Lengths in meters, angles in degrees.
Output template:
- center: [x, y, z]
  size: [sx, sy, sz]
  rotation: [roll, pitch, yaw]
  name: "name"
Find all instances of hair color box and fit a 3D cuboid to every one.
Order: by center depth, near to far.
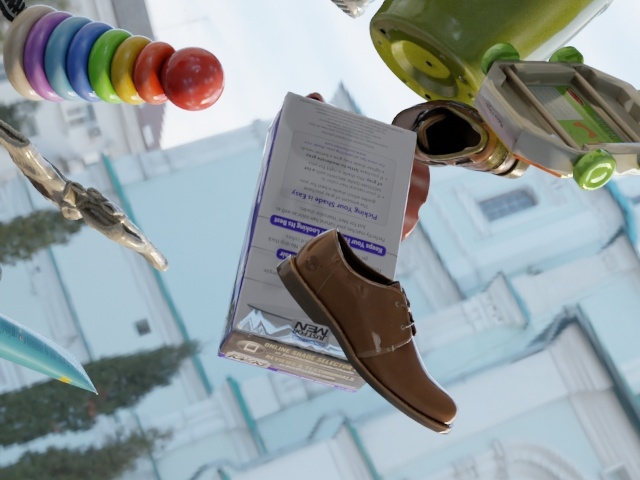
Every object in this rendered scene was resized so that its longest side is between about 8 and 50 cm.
- center: [0.000, 0.000, 1.338]
  size: [0.110, 0.185, 0.339]
  rotation: [124, -20, -59]
  name: "hair color box"

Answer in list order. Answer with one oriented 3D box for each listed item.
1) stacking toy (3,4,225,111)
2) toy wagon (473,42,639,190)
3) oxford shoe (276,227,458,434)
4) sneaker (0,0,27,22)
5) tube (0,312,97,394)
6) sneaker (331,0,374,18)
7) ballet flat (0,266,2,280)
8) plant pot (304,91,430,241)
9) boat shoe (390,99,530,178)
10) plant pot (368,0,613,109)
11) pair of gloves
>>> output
- center: [-0.281, -0.249, 1.521]
  size: [0.330, 0.141, 0.141]
  rotation: [12, -54, 23]
  name: "stacking toy"
- center: [0.385, -0.171, 1.479]
  size: [0.267, 0.344, 0.068]
  rotation: [61, -37, 40]
  name: "toy wagon"
- center: [0.057, 0.080, 0.936]
  size: [0.212, 0.076, 0.076]
  rotation: [49, 12, -4]
  name: "oxford shoe"
- center: [-0.474, -0.357, 1.559]
  size: [0.043, 0.040, 0.109]
  rotation: [18, -20, 46]
  name: "sneaker"
- center: [-0.372, 0.144, 1.393]
  size: [0.207, 0.052, 0.080]
  rotation: [38, 13, -51]
  name: "tube"
- center: [0.002, -0.552, 1.879]
  size: [0.366, 0.150, 0.135]
  rotation: [50, -2, 16]
  name: "sneaker"
- center: [-0.618, 0.028, 1.828]
  size: [0.280, 0.095, 0.096]
  rotation: [86, -3, -53]
  name: "ballet flat"
- center: [0.058, -0.121, 2.123]
  size: [0.272, 0.265, 0.272]
  rotation: [-50, -150, 42]
  name: "plant pot"
- center: [0.189, -0.169, 1.631]
  size: [0.307, 0.104, 0.111]
  rotation: [16, -87, 56]
  name: "boat shoe"
- center: [0.271, -0.407, 1.753]
  size: [0.366, 0.353, 0.366]
  rotation: [38, -11, 9]
  name: "plant pot"
- center: [-0.312, -0.048, 1.377]
  size: [0.240, 0.042, 0.204]
  rotation: [34, -12, 19]
  name: "pair of gloves"
